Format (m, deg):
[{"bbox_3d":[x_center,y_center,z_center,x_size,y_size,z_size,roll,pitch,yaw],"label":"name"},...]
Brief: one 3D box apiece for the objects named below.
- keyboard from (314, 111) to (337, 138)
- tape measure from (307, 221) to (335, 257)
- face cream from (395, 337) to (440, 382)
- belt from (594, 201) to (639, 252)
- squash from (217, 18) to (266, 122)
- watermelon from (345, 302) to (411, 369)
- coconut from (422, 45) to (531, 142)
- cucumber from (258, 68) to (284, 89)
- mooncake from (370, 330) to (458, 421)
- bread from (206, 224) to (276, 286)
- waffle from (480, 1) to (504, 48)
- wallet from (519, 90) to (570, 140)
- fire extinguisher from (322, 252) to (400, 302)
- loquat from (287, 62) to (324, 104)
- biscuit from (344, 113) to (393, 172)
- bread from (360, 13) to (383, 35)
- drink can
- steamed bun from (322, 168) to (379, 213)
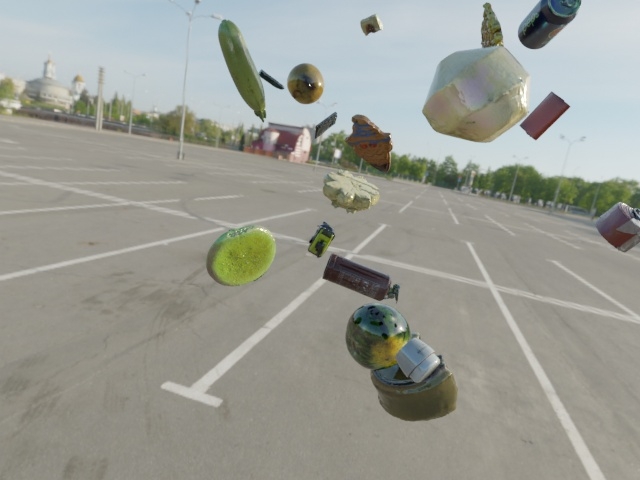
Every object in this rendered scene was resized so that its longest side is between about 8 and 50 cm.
[{"bbox_3d":[0.025,-0.498,1.775,0.018,0.060,0.195,23,42,16],"label":"keyboard"},{"bbox_3d":[0.000,0.000,2.290,0.112,0.186,0.199,27,12,-3],"label":"tape measure"},{"bbox_3d":[0.297,0.367,1.264,0.117,0.117,0.104,-3,42,-50],"label":"face cream"},{"bbox_3d":[1.045,-0.055,1.418,0.128,0.124,0.201,41,37,7],"label":"belt"},{"bbox_3d":[-0.240,-0.529,1.329,0.095,0.341,0.094,-12,39,10],"label":"squash"},{"bbox_3d":[0.226,0.373,1.624,0.269,0.268,0.269,10,11,-2],"label":"watermelon"},{"bbox_3d":[0.354,-0.337,0.954,0.237,0.236,0.197,11,-10,-1],"label":"coconut"},{"bbox_3d":[-0.217,-0.714,1.844,0.133,0.032,0.032,26,2,-32],"label":"cucumber"},{"bbox_3d":[0.417,0.574,1.779,0.394,0.246,0.393,-7,22,44],"label":"mooncake"},{"bbox_3d":[-0.306,0.072,1.632,0.301,0.301,0.045,2,32,-38],"label":"bread"},{"bbox_3d":[0.567,-0.626,1.357,0.052,0.254,0.245,-9,-28,16],"label":"waffle"},{"bbox_3d":[1.067,-0.592,1.966,0.045,0.204,0.142,16,39,-31],"label":"wallet"},{"bbox_3d":[0.144,0.134,1.361,0.269,0.104,0.105,21,11,-1],"label":"fire extinguisher"},{"bbox_3d":[-0.057,-0.609,1.602,0.163,0.163,0.137,5,-20,-25],"label":"loquat"},{"bbox_3d":[0.190,-0.354,1.544,0.183,0.043,0.280,0,-40,36],"label":"biscuit"},{"bbox_3d":[0.207,-0.880,1.681,0.083,0.035,0.070,1,-33,33],"label":"bread"},{"bbox_3d":[0.714,-0.696,1.293,0.118,0.118,0.205,12,0,4],"label":"drink can"},{"bbox_3d":[0.132,-0.211,1.937,0.292,0.137,0.295,-7,41,-38],"label":"steamed bun"}]
